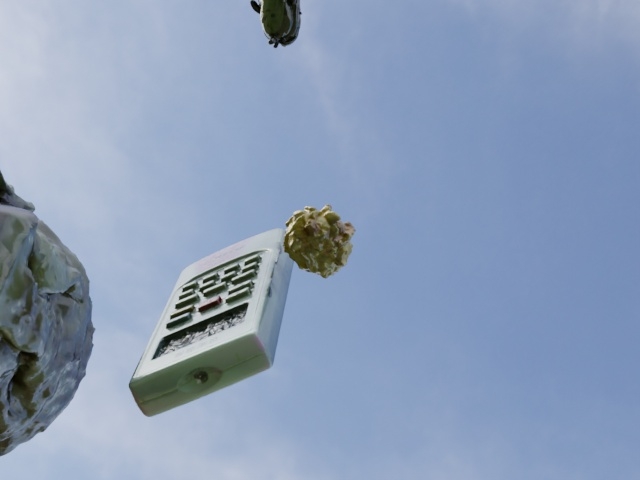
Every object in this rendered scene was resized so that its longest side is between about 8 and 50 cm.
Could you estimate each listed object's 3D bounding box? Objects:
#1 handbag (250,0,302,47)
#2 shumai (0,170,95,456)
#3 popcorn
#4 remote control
[{"bbox_3d":[-0.053,-0.296,1.446,0.072,0.047,0.111,-14,-109,31],"label":"handbag"},{"bbox_3d":[-0.428,0.064,1.243,0.395,0.395,0.348,46,-27,-1],"label":"shumai"},{"bbox_3d":[0.000,0.000,1.240,0.057,0.083,0.082,-137,-150,-67],"label":"popcorn"},{"bbox_3d":[-0.106,0.076,1.222,0.145,0.344,0.050,-23,-74,9],"label":"remote control"}]
